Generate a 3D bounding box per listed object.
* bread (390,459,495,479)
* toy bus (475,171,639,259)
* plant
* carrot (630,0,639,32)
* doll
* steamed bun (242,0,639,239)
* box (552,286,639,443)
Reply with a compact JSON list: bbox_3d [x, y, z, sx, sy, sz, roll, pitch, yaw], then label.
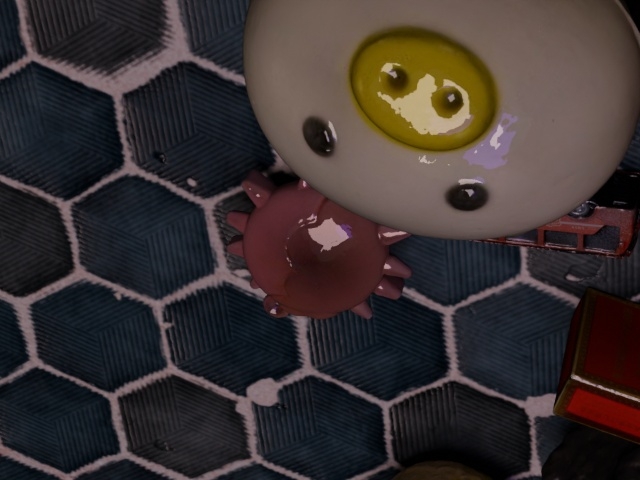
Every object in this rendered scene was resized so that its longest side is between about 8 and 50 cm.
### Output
[{"bbox_3d":[0.147,0.362,2.254,0.197,0.170,0.197,14,125,20],"label":"bread"},{"bbox_3d":[0.222,-0.037,1.982,0.235,0.073,0.096,8,138,11],"label":"toy bus"},{"bbox_3d":[0.370,0.301,2.137,0.234,0.178,0.204,33,118,-24],"label":"plant"},{"bbox_3d":[0.440,-0.159,1.800,0.307,0.100,0.258,30,132,-11],"label":"carrot"},{"bbox_3d":[0.000,0.000,2.058,0.211,0.093,0.262,24,131,1],"label":"doll"},{"bbox_3d":[0.112,-0.159,1.759,0.374,0.334,0.334,22,130,5],"label":"steamed bun"},{"bbox_3d":[0.378,0.155,2.030,0.239,0.153,0.074,19,126,1],"label":"box"}]
